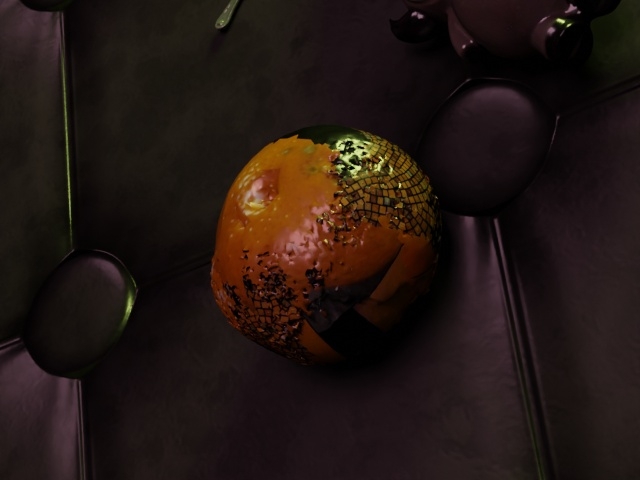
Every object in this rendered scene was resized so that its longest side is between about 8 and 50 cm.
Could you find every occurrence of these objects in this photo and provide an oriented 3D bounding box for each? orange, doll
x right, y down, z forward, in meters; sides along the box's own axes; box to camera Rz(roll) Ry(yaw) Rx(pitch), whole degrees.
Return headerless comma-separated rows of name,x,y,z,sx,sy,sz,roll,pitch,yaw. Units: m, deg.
orange,0.000,0.000,1.574,0.234,0.182,0.234,-26,50,36
doll,0.169,-0.251,1.615,0.257,0.117,0.182,34,94,37

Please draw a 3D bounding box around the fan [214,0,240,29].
fan,-0.063,-0.331,1.877,0.132,0.009,0.220,21,80,41
